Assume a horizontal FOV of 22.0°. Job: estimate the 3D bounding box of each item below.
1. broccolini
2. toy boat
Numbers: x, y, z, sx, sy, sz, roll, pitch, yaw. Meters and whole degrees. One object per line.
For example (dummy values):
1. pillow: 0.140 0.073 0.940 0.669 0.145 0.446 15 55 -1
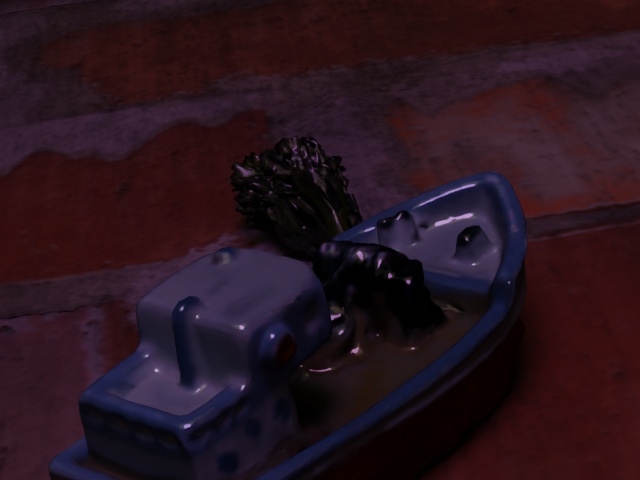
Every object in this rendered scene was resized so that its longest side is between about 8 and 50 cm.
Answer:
1. broccolini: 0.006 -0.017 1.097 0.091 0.068 0.202 1 20 -28
2. toy boat: 0.007 0.047 0.884 0.145 0.133 0.332 13 32 38
